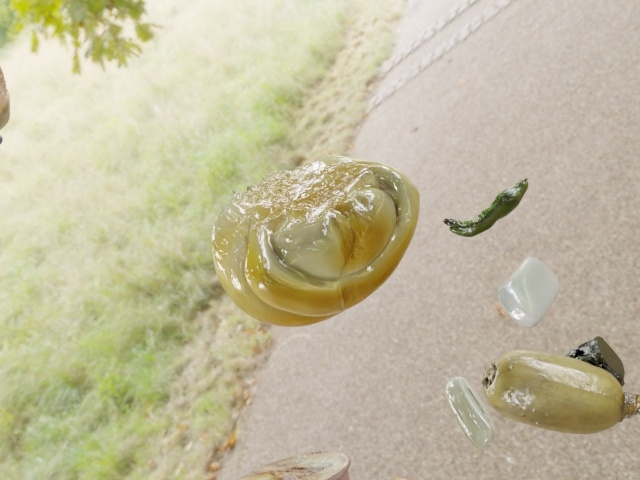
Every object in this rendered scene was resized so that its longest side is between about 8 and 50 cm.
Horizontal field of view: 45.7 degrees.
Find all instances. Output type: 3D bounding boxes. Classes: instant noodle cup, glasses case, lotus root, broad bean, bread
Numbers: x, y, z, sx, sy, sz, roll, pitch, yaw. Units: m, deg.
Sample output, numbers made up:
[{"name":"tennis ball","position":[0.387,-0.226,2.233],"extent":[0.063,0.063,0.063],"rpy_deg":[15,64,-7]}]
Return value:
[{"name":"instant noodle cup","position":[-0.034,0.543,1.409],"extent":[0.243,0.243,0.231],"rpy_deg":[-13,91,57]},{"name":"glasses case","position":[0.325,0.077,1.177],"extent":[0.049,0.076,0.197],"rpy_deg":[-50,-10,30]},{"name":"lotus root","position":[0.506,0.324,1.573],"extent":[0.169,0.342,0.152],"rpy_deg":[99,-175,-57]},{"name":"broad bean","position":[0.350,-0.059,1.556],"extent":[0.195,0.061,0.046],"rpy_deg":[-27,11,1]},{"name":"bread","position":[-0.004,-0.021,1.497],"extent":[0.424,0.329,0.245],"rpy_deg":[-30,-4,-27]},{"name":"glasses case","position":[0.378,0.435,1.933],"extent":[0.081,0.051,0.204],"rpy_deg":[-64,34,32]}]

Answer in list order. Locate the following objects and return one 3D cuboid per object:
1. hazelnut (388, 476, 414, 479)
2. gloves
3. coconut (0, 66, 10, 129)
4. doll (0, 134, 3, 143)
[{"name":"hazelnut","position":[0.214,0.656,1.803],"extent":[0.182,0.182,0.182],"rpy_deg":[-42,28,30]},{"name":"gloves","position":[0.579,0.332,1.704],"extent":[0.203,0.124,0.164],"rpy_deg":[-48,48,30]},{"name":"coconut","position":[-0.465,-0.174,0.816],"extent":[0.233,0.233,0.245],"rpy_deg":[-23,33,51]},{"name":"doll","position":[-0.667,-0.112,1.259],"extent":[0.341,0.099,0.346],"rpy_deg":[-44,2,-42]}]
